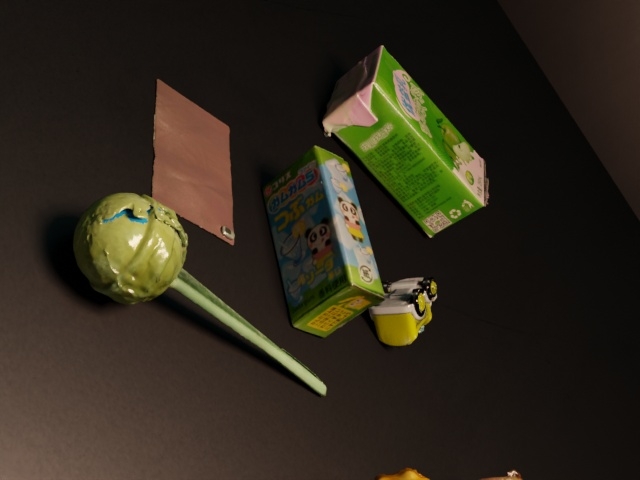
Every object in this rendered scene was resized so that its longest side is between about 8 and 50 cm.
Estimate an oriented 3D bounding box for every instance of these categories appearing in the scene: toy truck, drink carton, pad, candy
[{"bbox_3d":[0.109,0.089,1.072,0.111,0.076,0.077,-34,114,-59],"label":"toy truck"},{"bbox_3d":[0.133,-0.144,1.297,0.271,0.108,0.161,45,29,-18],"label":"drink carton"},{"bbox_3d":[-0.138,-0.090,0.939,0.113,0.006,0.188,31,38,-37],"label":"pad"},{"bbox_3d":[0.000,0.000,0.965,0.062,0.097,0.194,20,44,-42],"label":"candy"},{"bbox_3d":[-0.091,0.069,0.796,0.335,0.092,0.093,43,-6,-37],"label":"candy"}]

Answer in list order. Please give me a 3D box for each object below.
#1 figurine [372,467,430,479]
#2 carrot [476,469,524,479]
[{"bbox_3d":[0.097,0.321,0.766,0.246,0.131,0.156,56,-5,2],"label":"figurine"},{"bbox_3d":[0.205,0.387,0.906,0.102,0.102,0.263,26,47,-43],"label":"carrot"}]
